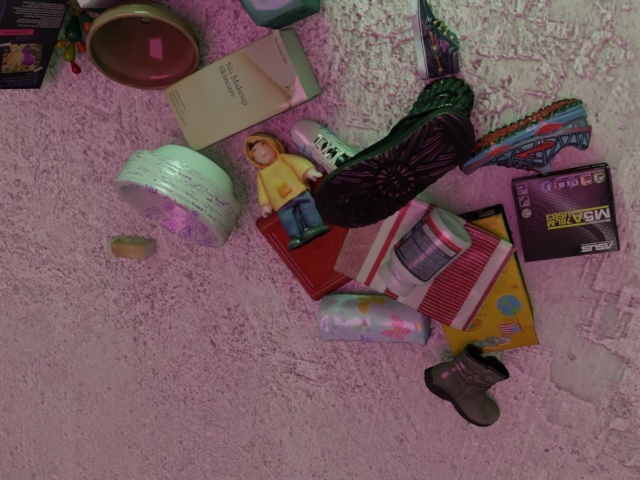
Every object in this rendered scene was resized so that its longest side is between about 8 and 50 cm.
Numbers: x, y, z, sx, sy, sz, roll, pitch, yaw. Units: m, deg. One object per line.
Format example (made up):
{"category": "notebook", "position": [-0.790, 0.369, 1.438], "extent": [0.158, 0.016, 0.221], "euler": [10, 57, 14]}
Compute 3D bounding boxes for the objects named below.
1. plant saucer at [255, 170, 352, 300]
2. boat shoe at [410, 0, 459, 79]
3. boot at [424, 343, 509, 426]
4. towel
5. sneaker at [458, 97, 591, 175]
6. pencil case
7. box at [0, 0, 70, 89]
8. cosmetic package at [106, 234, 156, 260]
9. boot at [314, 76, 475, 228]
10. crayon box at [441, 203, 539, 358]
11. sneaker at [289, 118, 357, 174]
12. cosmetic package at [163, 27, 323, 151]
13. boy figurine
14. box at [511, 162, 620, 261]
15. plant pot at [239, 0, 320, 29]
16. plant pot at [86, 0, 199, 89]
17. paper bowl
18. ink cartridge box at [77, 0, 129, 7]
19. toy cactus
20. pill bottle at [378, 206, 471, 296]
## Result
{"category": "plant saucer", "position": [0.000, 0.000, 1.406], "extent": [0.258, 0.048, 0.259], "euler": [-33, 99, 26]}
{"category": "boat shoe", "position": [0.228, -0.416, 1.162], "extent": [0.083, 0.065, 0.183], "euler": [-6, 115, 17]}
{"category": "boot", "position": [0.374, 0.341, 1.355], "extent": [0.246, 0.083, 0.161], "euler": [36, 129, -21]}
{"category": "towel", "position": [0.217, 0.034, 1.268], "extent": [0.329, 0.037, 0.237], "euler": [26, 115, 6]}
{"category": "sneaker", "position": [0.410, -0.175, 1.173], "extent": [0.262, 0.104, 0.125], "euler": [-23, 104, 25]}
{"category": "pencil case", "position": [0.127, 0.194, 1.405], "extent": [0.273, 0.113, 0.124], "euler": [-2, 119, 19]}
{"category": "box", "position": [-0.709, -0.497, 1.338], "extent": [0.270, 0.143, 0.165], "euler": [-45, 74, 38]}
{"category": "cosmetic package", "position": [-0.507, 0.019, 1.570], "extent": [0.115, 0.060, 0.041], "euler": [6, 112, 14]}
{"category": "boot", "position": [0.157, -0.176, 1.168], "extent": [0.348, 0.260, 0.131], "euler": [-28, 111, 23]}
{"category": "crayon box", "position": [0.349, 0.097, 1.312], "extent": [0.202, 0.081, 0.318], "euler": [-14, 105, 23]}
{"category": "sneaker", "position": [0.033, -0.186, 1.291], "extent": [0.237, 0.086, 0.085], "euler": [41, 81, -6]}
{"category": "cosmetic package", "position": [-0.172, -0.329, 1.296], "extent": [0.309, 0.113, 0.160], "euler": [-20, 103, 25]}
{"category": "boy figurine", "position": [-0.077, -0.127, 1.325], "extent": [0.177, 0.092, 0.285], "euler": [-27, 86, 29]}
{"category": "box", "position": [0.509, -0.055, 1.221], "extent": [0.191, 0.045, 0.184], "euler": [-8, 106, 21]}
{"category": "plant pot", "position": [-0.098, -0.547, 1.141], "extent": [0.165, 0.166, 0.234], "euler": [-15, 99, 23]}
{"category": "plant pot", "position": [-0.388, -0.449, 1.290], "extent": [0.237, 0.237, 0.109], "euler": [-18, 64, 23]}
{"category": "paper bowl", "position": [-0.317, -0.114, 1.362], "extent": [0.284, 0.284, 0.148], "euler": [24, 73, 8]}
{"category": "ink cartridge box", "position": [-0.465, -0.640, 1.215], "extent": [0.117, 0.201, 0.278], "euler": [-19, 103, 23]}
{"category": "toy cactus", "position": [-0.556, -0.513, 1.362], "extent": [0.219, 0.112, 0.180], "euler": [-36, 87, 36]}
{"category": "pill bottle", "position": [0.206, 0.029, 1.190], "extent": [0.108, 0.108, 0.180], "euler": [43, 115, -2]}
